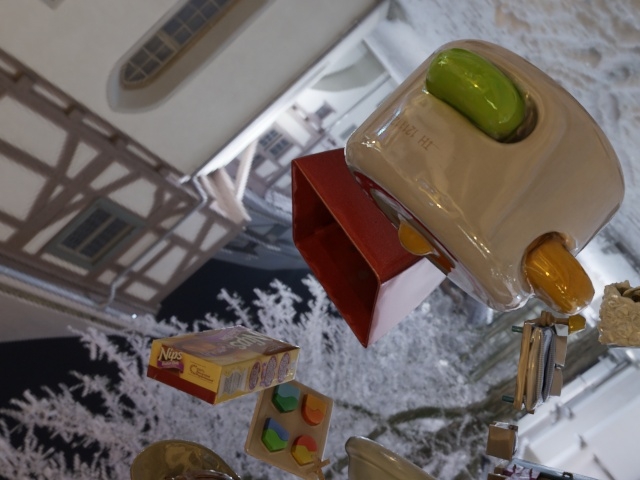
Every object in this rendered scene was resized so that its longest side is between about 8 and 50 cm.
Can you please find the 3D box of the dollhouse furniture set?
[{"bbox_3d":[0.372,0.249,0.967,0.198,0.303,0.286,6,174,25],"label":"dollhouse furniture set"}]

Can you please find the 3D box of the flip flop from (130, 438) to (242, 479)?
[{"bbox_3d":[-0.145,0.354,0.868,0.277,0.112,0.080,32,159,29],"label":"flip flop"}]

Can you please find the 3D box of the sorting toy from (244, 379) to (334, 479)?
[{"bbox_3d":[-0.057,0.395,1.412,0.208,0.038,0.193,35,-130,-27],"label":"sorting toy"}]

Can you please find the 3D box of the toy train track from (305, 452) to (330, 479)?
[{"bbox_3d":[-0.001,0.423,1.189,0.014,0.048,0.083,1,109,72],"label":"toy train track"}]

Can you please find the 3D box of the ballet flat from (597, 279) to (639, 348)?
[{"bbox_3d":[0.611,0.118,1.008,0.147,0.147,0.409,44,154,-27],"label":"ballet flat"}]

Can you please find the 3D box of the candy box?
[{"bbox_3d":[-0.119,0.157,0.853,0.109,0.053,0.187,15,-173,28],"label":"candy box"}]

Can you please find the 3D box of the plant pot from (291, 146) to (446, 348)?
[{"bbox_3d":[0.116,-0.018,1.154,0.267,0.236,0.267,56,161,26],"label":"plant pot"}]

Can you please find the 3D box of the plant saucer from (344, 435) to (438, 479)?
[{"bbox_3d":[0.169,0.411,0.823,0.400,0.100,0.400,36,161,15],"label":"plant saucer"}]

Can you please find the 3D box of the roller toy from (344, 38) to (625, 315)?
[{"bbox_3d":[0.121,-0.043,0.523,0.209,0.146,0.191,45,180,-13],"label":"roller toy"}]
